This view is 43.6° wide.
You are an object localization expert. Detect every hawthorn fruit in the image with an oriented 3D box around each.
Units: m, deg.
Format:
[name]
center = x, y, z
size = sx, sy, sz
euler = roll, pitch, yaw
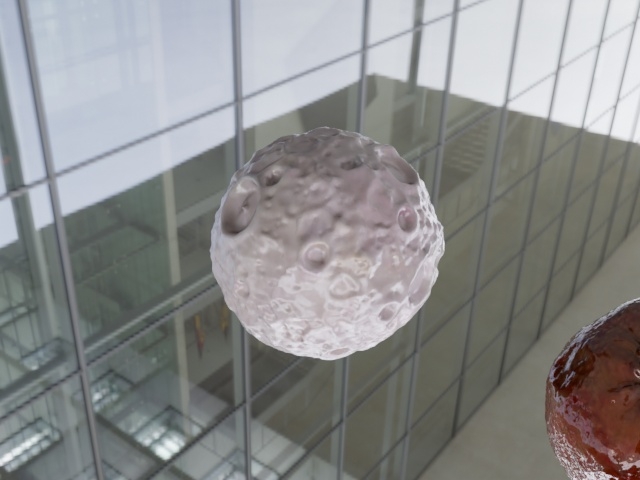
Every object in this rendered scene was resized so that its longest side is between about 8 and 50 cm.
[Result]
[hawthorn fruit]
center = 0.312, 0.167, 0.745
size = 0.205, 0.253, 0.205
euler = -7, -118, 13

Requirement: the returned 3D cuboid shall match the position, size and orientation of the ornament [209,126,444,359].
[ornament]
center = 0.000, 0.000, 0.882
size = 0.225, 0.259, 0.259
euler = 22, -163, -36
